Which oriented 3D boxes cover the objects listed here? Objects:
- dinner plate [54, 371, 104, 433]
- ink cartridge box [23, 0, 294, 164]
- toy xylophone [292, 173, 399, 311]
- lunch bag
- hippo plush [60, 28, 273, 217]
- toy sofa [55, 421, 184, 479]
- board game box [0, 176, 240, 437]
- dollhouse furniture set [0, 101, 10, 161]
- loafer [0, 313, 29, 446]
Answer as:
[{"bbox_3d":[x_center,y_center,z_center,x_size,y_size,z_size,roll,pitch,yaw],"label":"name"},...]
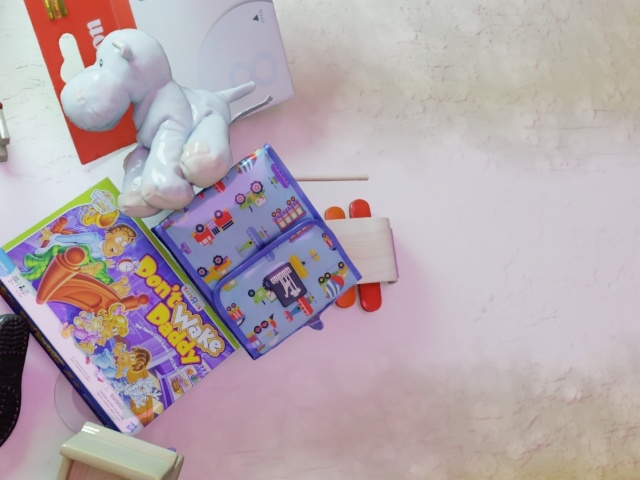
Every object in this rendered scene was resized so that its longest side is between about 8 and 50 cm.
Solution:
[{"bbox_3d":[-0.348,0.241,1.476,0.141,0.017,0.141,4,79,-22],"label":"dinner plate"},{"bbox_3d":[-0.248,-0.320,1.516,0.385,0.091,0.308,-27,120,-26],"label":"ink cartridge box"},{"bbox_3d":[0.000,0.000,1.626,0.322,0.081,0.236,4,78,-21],"label":"toy xylophone"},{"bbox_3d":[-0.093,0.031,1.495,0.221,0.138,0.293,-38,98,-10],"label":"lunch bag"},{"bbox_3d":[-0.249,-0.199,1.404,0.294,0.234,0.236,-42,118,0],"label":"hippo plush"},{"bbox_3d":[-0.328,0.456,1.334,0.150,0.177,0.363,18,92,3],"label":"toy sofa"},{"bbox_3d":[-0.326,0.107,1.465,0.233,0.078,0.347,-40,94,-28],"label":"board game box"},{"bbox_3d":[-0.648,-0.198,1.342,0.374,0.201,0.152,-12,72,-27],"label":"dollhouse furniture set"},{"bbox_3d":[-0.495,0.214,1.400,0.080,0.078,0.220,21,82,-49],"label":"loafer"}]
